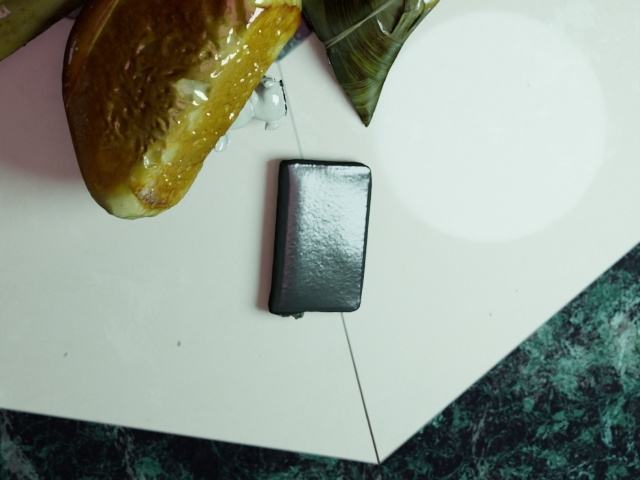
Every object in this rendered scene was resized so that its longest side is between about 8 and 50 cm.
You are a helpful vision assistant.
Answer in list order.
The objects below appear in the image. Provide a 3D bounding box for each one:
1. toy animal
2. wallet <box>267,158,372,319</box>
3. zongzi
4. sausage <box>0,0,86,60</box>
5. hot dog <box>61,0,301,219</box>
[{"bbox_3d":[-0.113,-0.190,1.848,0.124,0.071,0.085,-16,124,-13],"label":"toy animal"},{"bbox_3d":[0.000,0.000,1.932,0.149,0.044,0.250,0,104,-13],"label":"wallet"},{"bbox_3d":[0.106,-0.276,1.790,0.111,0.248,0.241,-42,117,-35],"label":"zongzi"},{"bbox_3d":[-0.426,-0.319,1.720,0.501,0.136,0.123,-32,82,12],"label":"sausage"},{"bbox_3d":[-0.216,-0.236,1.738,0.223,0.185,0.405,38,104,12],"label":"hot dog"}]
